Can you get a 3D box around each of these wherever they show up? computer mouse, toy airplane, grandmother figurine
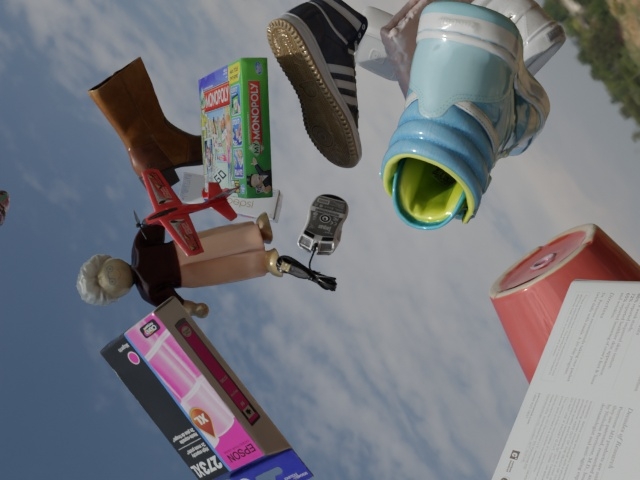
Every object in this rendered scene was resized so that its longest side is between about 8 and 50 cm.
[{"bbox_3d":[0.000,0.000,1.342,0.106,0.042,0.193,16,-131,8],"label":"computer mouse"},{"bbox_3d":[-0.176,-0.044,1.072,0.151,0.028,0.151,6,-124,-9],"label":"toy airplane"},{"bbox_3d":[-0.250,0.036,1.397,0.104,0.343,0.207,101,153,-64],"label":"grandmother figurine"}]

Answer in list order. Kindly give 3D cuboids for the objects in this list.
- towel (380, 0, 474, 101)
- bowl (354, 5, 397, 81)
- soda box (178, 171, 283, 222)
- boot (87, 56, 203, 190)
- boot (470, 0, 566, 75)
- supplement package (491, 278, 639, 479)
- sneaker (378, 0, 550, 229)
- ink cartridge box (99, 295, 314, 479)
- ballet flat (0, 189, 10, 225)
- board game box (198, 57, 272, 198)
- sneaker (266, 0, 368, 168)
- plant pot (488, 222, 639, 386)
[{"bbox_3d":[0.253,-0.332,1.447,0.053,0.317,0.332,20,151,42],"label":"towel"},{"bbox_3d":[0.122,-0.380,1.600,0.142,0.142,0.053,26,-120,1],"label":"bowl"},{"bbox_3d":[-0.193,-0.093,1.744,0.216,0.069,0.074,12,176,5],"label":"soda box"},{"bbox_3d":[-0.362,-0.285,1.842,0.096,0.264,0.280,9,130,56],"label":"boot"},{"bbox_3d":[0.202,-0.228,1.076,0.095,0.258,0.123,-27,-106,-45],"label":"boot"},{"bbox_3d":[0.304,0.161,0.571,0.198,0.263,0.199,37,-110,-26],"label":"supplement package"},{"bbox_3d":[0.152,-0.098,0.868,0.127,0.208,0.319,16,176,27],"label":"sneaker"},{"bbox_3d":[-0.188,0.280,1.309,0.371,0.176,0.069,51,-143,-4],"label":"ink cartridge box"},{"bbox_3d":[-0.670,-0.028,1.591,0.077,0.221,0.079,43,-143,-14],"label":"ballet flat"},{"bbox_3d":[-0.149,-0.183,1.361,0.317,0.046,0.213,-167,73,-70],"label":"board game box"},{"bbox_3d":[0.029,-0.269,1.330,0.153,0.099,0.282,-48,-55,-34],"label":"sneaker"},{"bbox_3d":[0.405,0.125,1.229,0.243,0.275,0.275,54,-158,-2],"label":"plant pot"}]
